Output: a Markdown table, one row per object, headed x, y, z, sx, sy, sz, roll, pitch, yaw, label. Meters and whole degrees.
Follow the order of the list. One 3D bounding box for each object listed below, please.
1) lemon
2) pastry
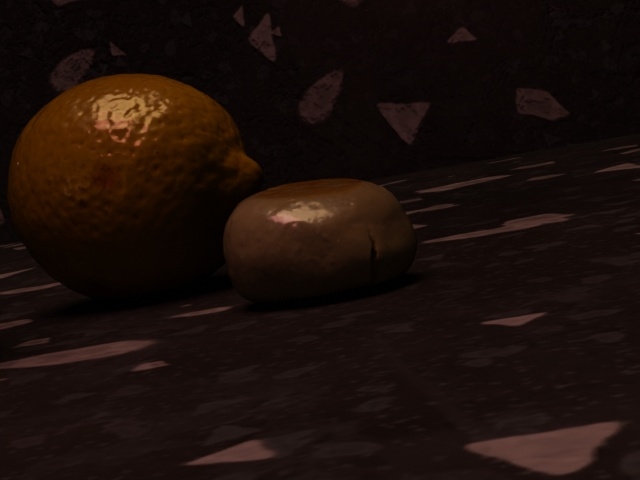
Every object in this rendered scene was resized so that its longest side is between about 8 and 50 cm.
| x | y | z | sx | sy | sz | roll | pitch | yaw | label |
| --- | --- | --- | --- | --- | --- | --- | --- | --- | --- |
| -0.181 | -0.053 | 1.269 | 0.254 | 0.228 | 0.228 | -5 | 7 | 40 | lemon |
| 0.000 | 0.000 | 1.051 | 0.156 | 0.092 | 0.156 | -9 | 13 | 2 | pastry |
